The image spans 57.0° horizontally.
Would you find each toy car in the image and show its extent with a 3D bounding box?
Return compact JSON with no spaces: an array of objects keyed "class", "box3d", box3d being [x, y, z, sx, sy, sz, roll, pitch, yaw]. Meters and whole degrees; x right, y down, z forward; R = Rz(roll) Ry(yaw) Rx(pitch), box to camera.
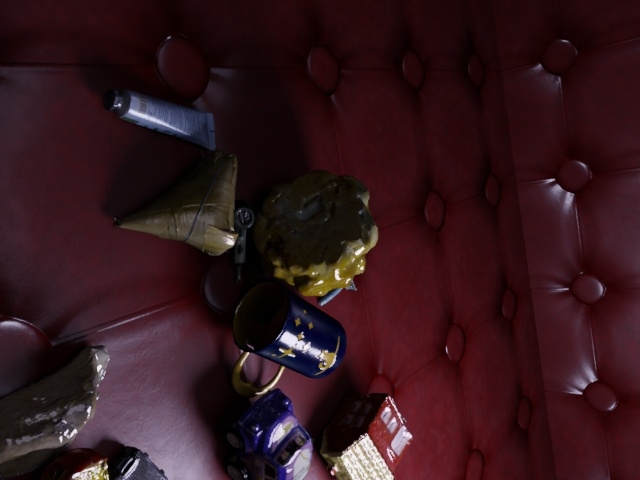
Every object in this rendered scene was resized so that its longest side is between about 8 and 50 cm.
[{"class":"toy car","box3d":[-0.105,0.466,1.344,0.172,0.158,0.235,-34,135,-43]}]

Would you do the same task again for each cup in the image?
[{"class":"cup","box3d":[-0.097,0.247,1.433,0.256,0.255,0.178,38,22,-43]}]

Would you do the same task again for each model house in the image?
[{"class":"model house","box3d":[0.110,0.568,1.610,0.254,0.160,0.196,-45,119,-38]}]

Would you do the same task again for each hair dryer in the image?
[{"class":"hair dryer","box3d":[-0.186,0.008,1.377,0.057,0.100,0.198,1,104,-10]}]

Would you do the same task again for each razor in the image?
[{"class":"razor","box3d":[0.042,0.143,1.658,0.135,0.040,0.068,-37,114,-39]}]

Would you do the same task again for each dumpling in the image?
[{"class":"dumpling","box3d":[-0.483,0.321,1.010,0.332,0.086,0.166,-30,107,-41]}]

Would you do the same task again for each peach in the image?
[{"class":"peach","box3d":[-0.431,0.446,1.049,0.127,0.092,0.172,-51,141,-36]}]

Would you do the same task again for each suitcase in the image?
[{"class":"suitcase","box3d":[-0.360,0.469,1.155,0.126,0.059,0.086,58,47,-25]}]

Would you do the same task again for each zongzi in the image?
[{"class":"zongzi","box3d":[-0.301,-0.101,1.257,0.256,0.115,0.228,11,65,-25]}]

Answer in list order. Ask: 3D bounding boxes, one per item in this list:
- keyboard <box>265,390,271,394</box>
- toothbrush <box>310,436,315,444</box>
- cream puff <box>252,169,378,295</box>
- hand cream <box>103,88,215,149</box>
[{"class":"keyboard","box3d":[-0.087,0.449,1.470,0.014,0.055,0.176,-36,114,-33]},{"class":"toothbrush","box3d":[-0.094,0.599,1.470,0.294,0.028,0.026,-41,118,-43]},{"class":"cream puff","box3d":[-0.001,0.002,1.462,0.257,0.291,0.325,68,11,-57]},{"class":"hand cream","box3d":[-0.329,-0.260,1.253,0.271,0.058,0.091,8,70,-52]}]
